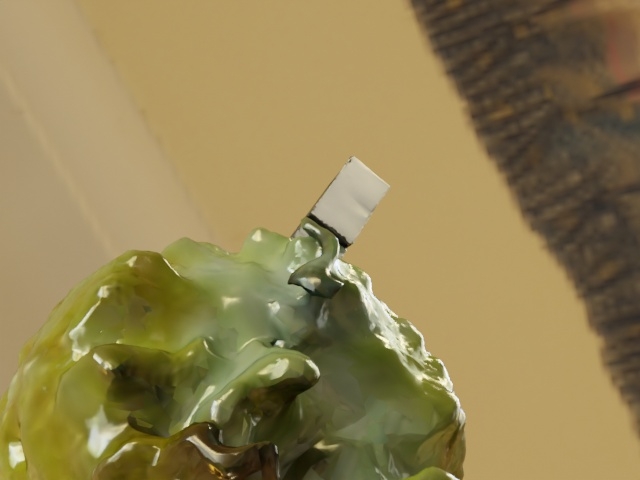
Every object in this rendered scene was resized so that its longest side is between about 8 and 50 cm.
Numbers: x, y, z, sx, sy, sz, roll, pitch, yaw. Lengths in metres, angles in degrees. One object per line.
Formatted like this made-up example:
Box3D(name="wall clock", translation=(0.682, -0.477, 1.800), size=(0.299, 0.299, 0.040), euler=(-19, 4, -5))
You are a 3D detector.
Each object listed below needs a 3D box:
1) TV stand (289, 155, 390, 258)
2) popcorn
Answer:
Box3D(name="TV stand", translation=(0.000, 0.000, 1.739), size=(0.049, 0.040, 0.256), euler=(39, -150, -3))
Box3D(name="popcorn", translation=(-0.017, 0.092, 0.716), size=(0.198, 0.212, 0.198), euler=(-10, -71, -31))
